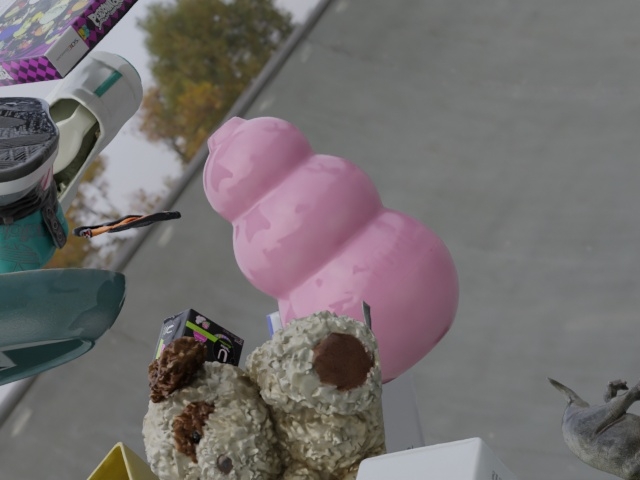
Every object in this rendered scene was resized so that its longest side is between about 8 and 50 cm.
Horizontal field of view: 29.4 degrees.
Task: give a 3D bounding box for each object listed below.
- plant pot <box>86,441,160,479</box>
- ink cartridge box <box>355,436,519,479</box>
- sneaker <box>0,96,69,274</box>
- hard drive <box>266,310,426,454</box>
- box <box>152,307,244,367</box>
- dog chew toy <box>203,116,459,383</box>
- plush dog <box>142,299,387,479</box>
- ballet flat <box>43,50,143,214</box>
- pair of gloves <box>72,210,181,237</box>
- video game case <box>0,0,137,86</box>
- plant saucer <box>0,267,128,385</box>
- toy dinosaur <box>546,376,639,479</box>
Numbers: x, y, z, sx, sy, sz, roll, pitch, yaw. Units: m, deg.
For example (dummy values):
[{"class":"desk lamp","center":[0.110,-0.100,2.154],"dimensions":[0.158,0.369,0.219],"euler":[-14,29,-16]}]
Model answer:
[{"class":"plant pot","center":[-0.259,0.451,1.712],"dimensions":[0.212,0.187,0.212],"euler":[-51,25,4]},{"class":"ink cartridge box","center":[0.097,0.235,0.690],"dimensions":[0.087,0.208,0.153],"euler":[-18,38,35]},{"class":"sneaker","center":[-0.333,-0.039,1.294],"dimensions":[0.295,0.124,0.178],"euler":[-116,25,-69]},{"class":"hard drive","center":[0.046,0.222,1.519],"dimensions":[0.040,0.318,0.210],"euler":[-7,6,43]},{"class":"box","center":[-0.138,0.126,1.383],"dimensions":[0.052,0.083,0.062],"euler":[-23,44,41]},{"class":"dog chew toy","center":[0.000,0.000,1.352],"dimensions":[0.206,0.332,0.206],"euler":[-40,4,3]},{"class":"plush dog","center":[-0.054,0.171,1.134],"dimensions":[0.210,0.225,0.262],"euler":[-95,-1,-71]},{"class":"ballet flat","center":[-0.382,-0.101,1.653],"dimensions":[0.400,0.139,0.139],"euler":[-43,9,37]},{"class":"pair of gloves","center":[-0.148,-0.014,0.924],"dimensions":[0.074,0.010,0.083],"euler":[-13,4,-19]},{"class":"video game case","center":[-0.317,-0.263,1.442],"dimensions":[0.232,0.042,0.210],"euler":[2,48,44]},{"class":"plant saucer","center":[-0.288,0.085,0.868],"dimensions":[0.318,0.043,0.317],"euler":[-16,-9,-3]},{"class":"toy dinosaur","center":[0.419,0.272,1.709],"dimensions":[0.160,0.313,0.121],"euler":[-39,-37,-20]}]
